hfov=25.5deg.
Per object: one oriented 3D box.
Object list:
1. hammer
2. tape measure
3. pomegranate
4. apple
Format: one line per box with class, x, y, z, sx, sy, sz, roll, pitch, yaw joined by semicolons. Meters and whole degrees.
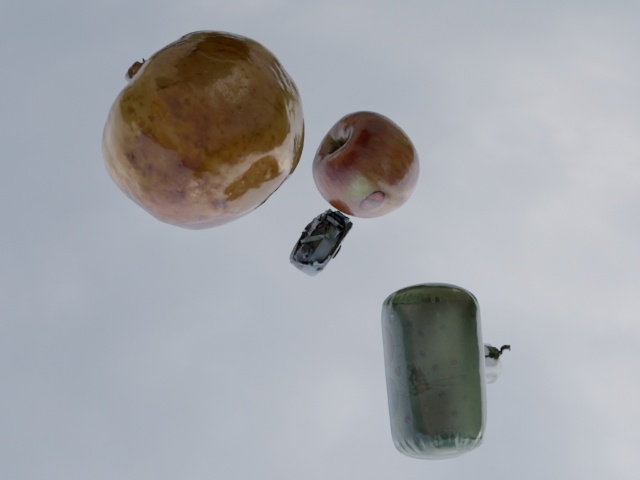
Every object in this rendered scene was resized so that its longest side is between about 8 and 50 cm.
hammer;0.175;0.157;1.748;0.119;0.206;0.335;-5;175;22
tape measure;-0.001;0.002;1.916;0.054;0.094;0.091;35;176;-8
pomegranate;-0.139;-0.132;1.663;0.248;0.248;0.248;10;-145;-7
apple;0.063;-0.099;1.889;0.131;0.146;0.146;38;-156;-29
